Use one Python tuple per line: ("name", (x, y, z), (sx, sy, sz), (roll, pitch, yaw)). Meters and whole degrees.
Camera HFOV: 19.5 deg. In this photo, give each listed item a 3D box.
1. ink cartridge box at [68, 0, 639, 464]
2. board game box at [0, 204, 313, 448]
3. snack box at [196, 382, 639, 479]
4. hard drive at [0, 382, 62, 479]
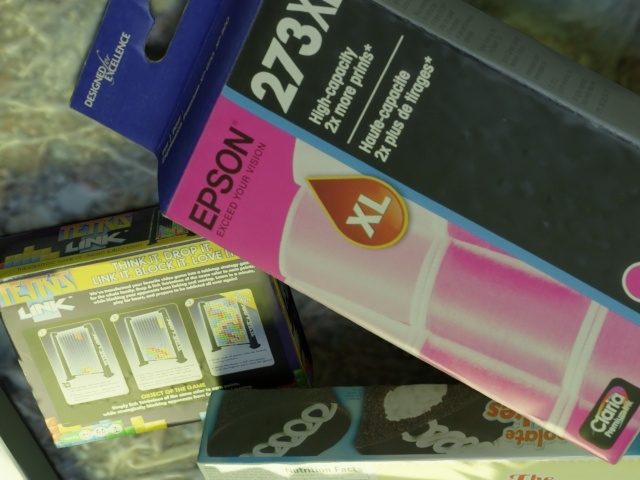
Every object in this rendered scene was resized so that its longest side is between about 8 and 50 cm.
("ink cartridge box", (0.042, -0.043, 0.989), (0.371, 0.069, 0.176), (30, 121, 5))
("board game box", (-0.102, 0.049, 1.140), (0.170, 0.048, 0.141), (-11, 125, 6))
("snack box", (0.104, 0.162, 1.140), (0.322, 0.060, 0.187), (-3, 139, 16))
("hard drive", (-0.341, 0.216, 1.260), (0.353, 0.047, 0.233), (-17, 125, 12))
